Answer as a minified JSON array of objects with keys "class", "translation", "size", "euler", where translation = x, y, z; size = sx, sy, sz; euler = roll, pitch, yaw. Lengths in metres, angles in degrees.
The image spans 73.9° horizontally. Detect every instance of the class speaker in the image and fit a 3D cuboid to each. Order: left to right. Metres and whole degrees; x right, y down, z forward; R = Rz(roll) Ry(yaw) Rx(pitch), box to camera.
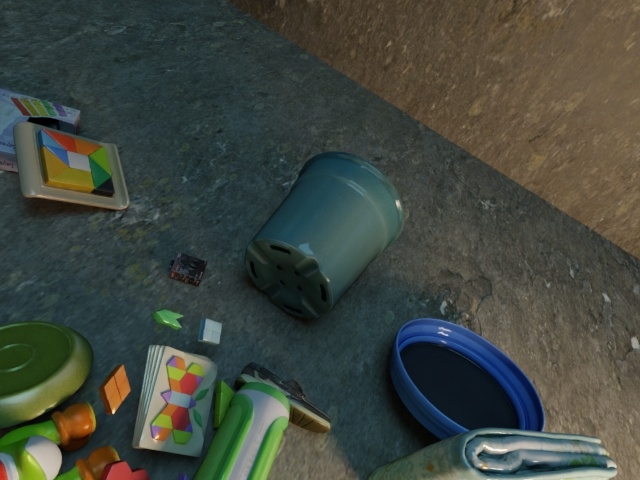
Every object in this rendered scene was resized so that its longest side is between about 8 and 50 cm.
[{"class":"speaker","translation":[-0.152,0.406,0.748],"size":[0.131,0.131,0.297],"euler":[28,41,-3]}]

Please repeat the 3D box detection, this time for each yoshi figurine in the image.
[{"class":"yoshi figurine","translation":[-0.492,0.387,0.586],"size":[0.362,0.203,0.203],"euler":[-11,95,-53]}]

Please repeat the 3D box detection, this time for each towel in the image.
[{"class":"towel","translation":[0.327,0.460,0.832],"size":[0.374,0.321,0.090],"euler":[13,47,-19]}]

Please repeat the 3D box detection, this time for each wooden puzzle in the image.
[{"class":"wooden puzzle","translation":[-0.612,-0.187,1.061],"size":[0.238,0.044,0.221],"euler":[4,56,-50]}]

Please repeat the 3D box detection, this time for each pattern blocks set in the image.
[{"class":"pattern blocks set","translation":[-0.258,0.289,0.767],"size":[0.285,0.026,0.325],"euler":[23,56,-53]}]

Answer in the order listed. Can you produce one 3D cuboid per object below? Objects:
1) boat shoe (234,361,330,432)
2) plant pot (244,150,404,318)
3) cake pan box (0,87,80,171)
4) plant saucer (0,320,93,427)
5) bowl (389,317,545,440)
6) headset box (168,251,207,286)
[{"class":"boat shoe","translation":[-0.072,0.331,0.909],"size":[0.223,0.080,0.073],"euler":[27,47,2]},{"class":"plant pot","translation":[0.000,0.000,1.110],"size":[0.341,0.341,0.334],"euler":[35,50,5]},{"class":"cake pan box","translation":[-0.790,-0.284,1.103],"size":[0.266,0.070,0.246],"euler":[14,47,-19]},{"class":"plant saucer","translation":[-0.527,0.211,0.731],"size":[0.240,0.037,0.241],"euler":[8,27,-4]},{"class":"bowl","translation":[0.353,0.355,1.063],"size":[0.390,0.077,0.391],"euler":[17,28,-9]},{"class":"headset box","translation":[-0.330,0.070,1.049],"size":[0.083,0.032,0.062],"euler":[21,43,-12]}]
